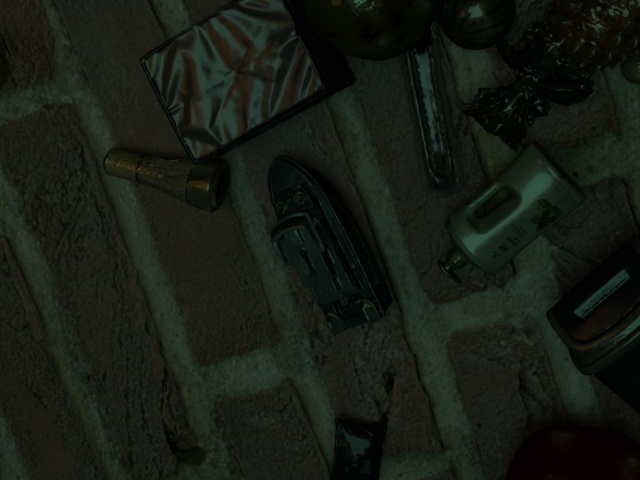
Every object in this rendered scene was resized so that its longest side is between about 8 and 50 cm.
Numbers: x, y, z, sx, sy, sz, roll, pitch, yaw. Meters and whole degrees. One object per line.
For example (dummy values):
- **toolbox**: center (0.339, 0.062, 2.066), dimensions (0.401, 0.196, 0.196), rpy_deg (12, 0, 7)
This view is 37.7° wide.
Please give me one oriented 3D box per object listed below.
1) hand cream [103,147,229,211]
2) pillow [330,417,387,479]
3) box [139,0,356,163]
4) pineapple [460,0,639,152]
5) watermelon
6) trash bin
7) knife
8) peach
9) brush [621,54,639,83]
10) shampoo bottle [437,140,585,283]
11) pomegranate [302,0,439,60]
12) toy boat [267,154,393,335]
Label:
- **hand cream**: center (-0.250, -0.104, 1.486), dimensions (0.203, 0.084, 0.084), rpy_deg (12, 106, 11)
- **pillow**: center (0.062, 0.366, 1.562), dimensions (0.090, 0.048, 0.150), rpy_deg (9, 103, 11)
- **box**: center (-0.106, -0.250, 1.382), dimensions (0.252, 0.153, 0.188), rpy_deg (-24, 98, 17)
- **pineapple**: center (0.330, -0.263, 1.305), dimensions (0.170, 0.141, 0.310), rpy_deg (30, 118, -29)
- **watermelon**: center (0.231, -0.331, 1.327), dimensions (0.133, 0.105, 0.105), rpy_deg (-40, 95, -18)
- **trash bin**: center (0.491, 0.147, 1.360), dimensions (0.290, 0.182, 0.209), rpy_deg (42, 107, -8)
- **knife**: center (0.162, -0.239, 1.390), dimensions (0.089, 0.043, 0.365), rpy_deg (-7, 103, 12)
- **peach**: center (0.401, 0.389, 1.426), dimensions (0.244, 0.199, 0.243), rpy_deg (1, 95, 7)
- **brush**: center (0.575, -0.220, 1.323), dimensions (0.299, 0.039, 0.042), rpy_deg (11, 110, 5)
- **shampoo bottle**: center (0.268, -0.028, 1.400), dimensions (0.118, 0.087, 0.234), rpy_deg (45, 108, -7)
- **pomegranate**: center (0.087, -0.328, 1.262), dimensions (0.241, 0.159, 0.189), rpy_deg (8, 124, 17)
- **toy boat**: center (-0.001, 0.003, 1.443), dimensions (0.114, 0.122, 0.296), rpy_deg (-24, 97, 39)
